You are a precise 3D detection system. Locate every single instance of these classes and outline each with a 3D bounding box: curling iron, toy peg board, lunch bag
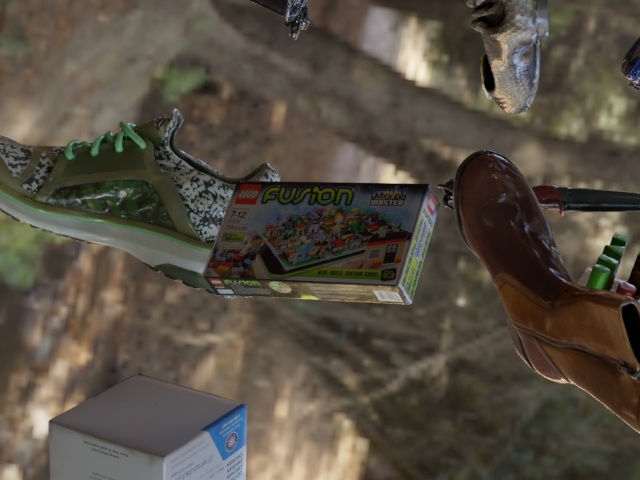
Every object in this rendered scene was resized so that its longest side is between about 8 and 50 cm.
[{"bbox_3d":[0.269,-0.044,1.971,0.068,0.274,0.035,-114,-152,-76],"label":"curling iron"},{"bbox_3d":[0.372,0.067,1.979,0.161,0.160,0.079,-43,152,-60],"label":"toy peg board"},{"bbox_3d":[0.410,-0.224,2.098,0.098,0.065,0.067,-54,-173,13],"label":"lunch bag"}]

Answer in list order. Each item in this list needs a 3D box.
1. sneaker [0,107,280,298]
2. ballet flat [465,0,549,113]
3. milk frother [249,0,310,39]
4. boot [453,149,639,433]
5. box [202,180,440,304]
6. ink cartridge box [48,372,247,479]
[{"bbox_3d":[-0.229,-0.085,2.017,0.158,0.410,0.182,-100,-149,-76],"label":"sneaker"},{"bbox_3d":[0.134,-0.150,1.257,0.250,0.058,0.084,62,28,-81],"label":"ballet flat"},{"bbox_3d":[-0.069,-0.260,1.638,0.129,0.135,0.143,-56,168,-45],"label":"milk frother"},{"bbox_3d":[0.237,0.047,1.721,0.280,0.096,0.264,-145,-140,-72],"label":"boot"},{"bbox_3d":[0.000,0.000,1.613,0.036,0.207,0.114,56,43,-48],"label":"box"},{"bbox_3d":[-0.198,0.304,1.988,0.171,0.168,0.233,-29,125,-55],"label":"ink cartridge box"}]
